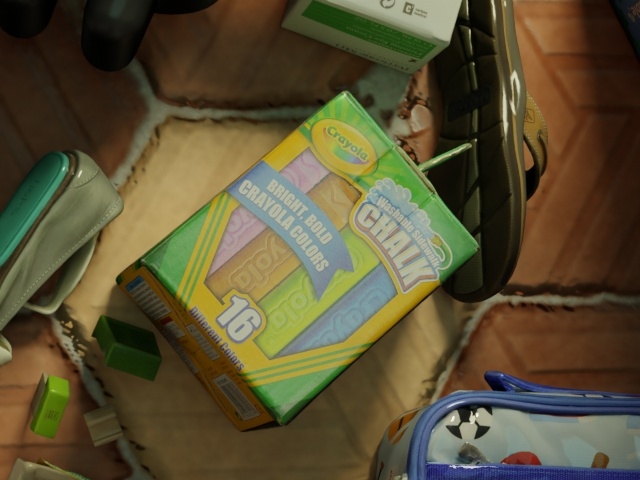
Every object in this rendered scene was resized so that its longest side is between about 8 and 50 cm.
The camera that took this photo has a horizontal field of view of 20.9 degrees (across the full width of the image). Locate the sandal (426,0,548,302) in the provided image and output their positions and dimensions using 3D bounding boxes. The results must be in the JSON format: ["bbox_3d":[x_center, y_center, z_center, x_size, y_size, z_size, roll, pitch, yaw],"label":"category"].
[{"bbox_3d":[0.114,-0.068,1.142,0.060,0.090,0.219,9,72,-33],"label":"sandal"}]

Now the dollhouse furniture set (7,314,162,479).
[{"bbox_3d":[-0.148,0.126,1.076,0.076,0.058,0.151,20,98,-17],"label":"dollhouse furniture set"}]

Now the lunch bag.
[{"bbox_3d":[0.174,0.205,1.093,0.303,0.115,0.243,5,79,-13],"label":"lunch bag"}]

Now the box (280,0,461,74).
[{"bbox_3d":[0.040,-0.178,1.126,0.101,0.087,0.102,19,79,-9],"label":"box"}]

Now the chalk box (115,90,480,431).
[{"bbox_3d":[0.000,0.000,1.071,0.213,0.132,0.132,-41,93,-16],"label":"chalk box"}]

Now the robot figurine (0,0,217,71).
[{"bbox_3d":[-0.111,-0.249,1.056,0.209,0.174,0.278,31,74,-43],"label":"robot figurine"}]

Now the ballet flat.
[{"bbox_3d":[-0.198,0.039,1.056,0.213,0.072,0.068,-50,125,-11],"label":"ballet flat"}]

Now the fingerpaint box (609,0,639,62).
[{"bbox_3d":[0.362,-0.104,1.005,0.163,0.445,0.371,-26,89,-14],"label":"fingerpaint box"}]
